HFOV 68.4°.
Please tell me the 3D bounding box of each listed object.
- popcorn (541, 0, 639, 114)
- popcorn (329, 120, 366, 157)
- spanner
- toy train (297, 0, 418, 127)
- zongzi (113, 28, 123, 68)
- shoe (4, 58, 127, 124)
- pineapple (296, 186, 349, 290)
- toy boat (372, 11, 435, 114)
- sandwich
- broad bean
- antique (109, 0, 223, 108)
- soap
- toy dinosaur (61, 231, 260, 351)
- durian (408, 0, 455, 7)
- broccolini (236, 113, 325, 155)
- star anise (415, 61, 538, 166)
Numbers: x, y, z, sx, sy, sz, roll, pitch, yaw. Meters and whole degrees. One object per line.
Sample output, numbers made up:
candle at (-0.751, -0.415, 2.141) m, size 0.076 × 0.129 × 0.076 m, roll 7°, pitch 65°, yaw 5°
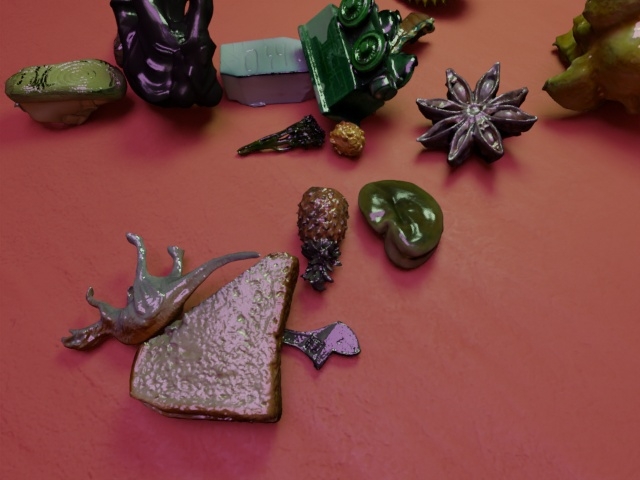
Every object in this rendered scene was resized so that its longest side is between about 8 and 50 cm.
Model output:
popcorn at (0.629, -0.380, 0.967) m, size 0.325 × 0.321 × 0.290 m, roll -40°, pitch 83°, yaw 2°
popcorn at (0.060, -0.215, 1.013) m, size 0.082 × 0.083 × 0.057 m, roll 12°, pitch 52°, yaw 46°
spanner at (-0.087, 0.163, 0.850) m, size 0.325 × 0.026 × 0.093 m, roll 11°, pitch 66°, yaw 11°
toy train at (0.080, -0.396, 1.007) m, size 0.202 × 0.145 × 0.266 m, roll -27°, pitch 69°, yaw 35°
zongzi at (-0.434, -0.524, 1.219) m, size 0.189 × 0.081 × 0.178 m, roll -8°, pitch 52°, yaw -7°
shoe at (-0.585, -0.353, 1.104) m, size 0.262 × 0.128 × 0.140 m, roll -6°, pitch 69°, yaw -10°
pineapple at (0.000, 0.000, 0.891) m, size 0.108 × 0.108 × 0.198 m, roll 3°, pitch 69°, yaw 6°
toy boat at (0.167, -0.433, 1.111) m, size 0.099 × 0.108 × 0.293 m, roll 39°, pitch 74°, yaw -12°
sandwich at (-0.172, 0.155, 0.798) m, size 0.254 × 0.099 × 0.288 m, roll 5°, pitch 70°, yaw 11°
broad bean at (0.159, -0.048, 0.919) m, size 0.153 × 0.072 × 0.207 m, roll -9°, pitch 59°, yaw -15°
antique at (-0.330, -0.417, 1.043) m, size 0.185 × 0.255 × 0.322 m, roll -12°, pitch 15°, yaw -40°
soap at (-0.115, -0.404, 1.118) m, size 0.230 × 0.091 × 0.145 m, roll -7°, pitch 62°, yaw 1°
toy dinosaur at (-0.283, 0.080, 0.857) m, size 0.392 × 0.092 × 0.206 m, roll -10°, pitch 63°, yaw 8°
durian at (0.262, -0.730, 1.218) m, size 0.158 × 0.169 × 0.352 m, roll -34°, pitch 66°, yaw -14°
broccolini at (-0.087, -0.220, 1.054) m, size 0.201 × 0.058 × 0.074 m, roll -17°, pitch 46°, yaw 13°
star anise at (0.325, -0.250, 0.997) m, size 0.236 × 0.109 × 0.223 m, roll -2°, pitch 66°, yaw 18°
